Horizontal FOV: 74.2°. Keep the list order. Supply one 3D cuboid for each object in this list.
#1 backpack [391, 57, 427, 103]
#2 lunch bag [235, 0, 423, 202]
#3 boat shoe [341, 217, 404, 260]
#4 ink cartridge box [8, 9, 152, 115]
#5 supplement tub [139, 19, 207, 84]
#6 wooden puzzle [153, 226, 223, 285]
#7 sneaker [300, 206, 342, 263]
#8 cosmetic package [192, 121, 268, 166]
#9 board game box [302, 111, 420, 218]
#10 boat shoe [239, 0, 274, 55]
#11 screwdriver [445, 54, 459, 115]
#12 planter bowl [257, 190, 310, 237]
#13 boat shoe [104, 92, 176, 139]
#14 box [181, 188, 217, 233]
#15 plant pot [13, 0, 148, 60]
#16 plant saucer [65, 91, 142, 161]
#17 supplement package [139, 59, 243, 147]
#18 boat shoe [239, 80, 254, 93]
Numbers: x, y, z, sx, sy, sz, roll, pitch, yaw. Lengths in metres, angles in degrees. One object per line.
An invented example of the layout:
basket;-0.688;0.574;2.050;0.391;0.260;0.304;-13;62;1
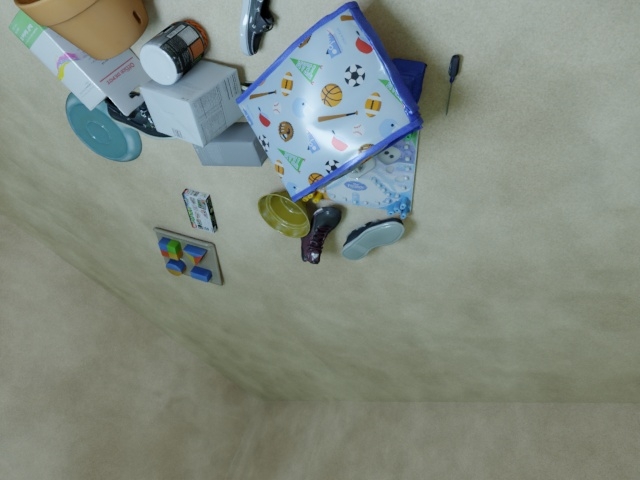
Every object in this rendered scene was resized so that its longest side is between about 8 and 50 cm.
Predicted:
backpack;0.208;-0.388;1.089;0.097;0.101;0.120;19;146;16
lunch bag;0.032;-0.334;1.068;0.385;0.239;0.328;-28;96;43
boat shoe;0.182;-0.025;1.520;0.114;0.091;0.302;33;143;-26
ink cartridge box;-0.692;-0.547;1.277;0.119;0.207;0.353;-15;127;37
supplement tub;-0.397;-0.524;1.167;0.116;0.191;0.117;14;139;12
wooden puzzle;-0.662;0.101;2.107;0.321;0.081;0.348;15;141;11
sneaker;0.000;0.000;1.564;0.106;0.163;0.281;11;152;-18
cosmetic package;-0.285;-0.319;1.399;0.237;0.127;0.107;9;139;21
board game box;0.103;-0.246;1.344;0.389;0.050;0.390;11;140;16
boat shoe;-0.153;-0.577;1.081;0.076;0.080;0.229;23;134;4
screwdriver;0.332;-0.394;1.086;0.025;0.024;0.170;42;156;26
planter bowl;-0.116;-0.116;1.564;0.217;0.090;0.217;21;145;16
boat shoe;-0.582;-0.435;1.417;0.339;0.127;0.113;22;154;18
box;-0.513;-0.123;1.808;0.113;0.036;0.207;15;141;11
plant pot;-0.598;-0.625;1.111;0.290;0.291;0.203;3;154;24
plant saucer;-0.843;-0.425;1.628;0.317;0.044;0.318;14;140;12
supplement package;-0.366;-0.410;1.244;0.194;0.203;0.149;23;144;23
boat shoe;-0.189;-0.455;1.258;0.136;0.049;0.043;7;136;27
